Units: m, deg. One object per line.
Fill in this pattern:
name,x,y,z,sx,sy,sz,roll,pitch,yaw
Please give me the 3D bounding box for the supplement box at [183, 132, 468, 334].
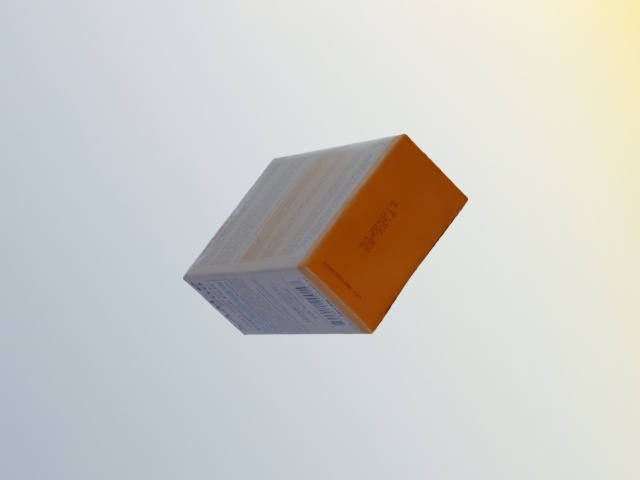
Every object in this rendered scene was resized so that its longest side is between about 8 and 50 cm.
supplement box,0.000,0.000,0.628,0.036,0.062,0.098,44,159,-20
